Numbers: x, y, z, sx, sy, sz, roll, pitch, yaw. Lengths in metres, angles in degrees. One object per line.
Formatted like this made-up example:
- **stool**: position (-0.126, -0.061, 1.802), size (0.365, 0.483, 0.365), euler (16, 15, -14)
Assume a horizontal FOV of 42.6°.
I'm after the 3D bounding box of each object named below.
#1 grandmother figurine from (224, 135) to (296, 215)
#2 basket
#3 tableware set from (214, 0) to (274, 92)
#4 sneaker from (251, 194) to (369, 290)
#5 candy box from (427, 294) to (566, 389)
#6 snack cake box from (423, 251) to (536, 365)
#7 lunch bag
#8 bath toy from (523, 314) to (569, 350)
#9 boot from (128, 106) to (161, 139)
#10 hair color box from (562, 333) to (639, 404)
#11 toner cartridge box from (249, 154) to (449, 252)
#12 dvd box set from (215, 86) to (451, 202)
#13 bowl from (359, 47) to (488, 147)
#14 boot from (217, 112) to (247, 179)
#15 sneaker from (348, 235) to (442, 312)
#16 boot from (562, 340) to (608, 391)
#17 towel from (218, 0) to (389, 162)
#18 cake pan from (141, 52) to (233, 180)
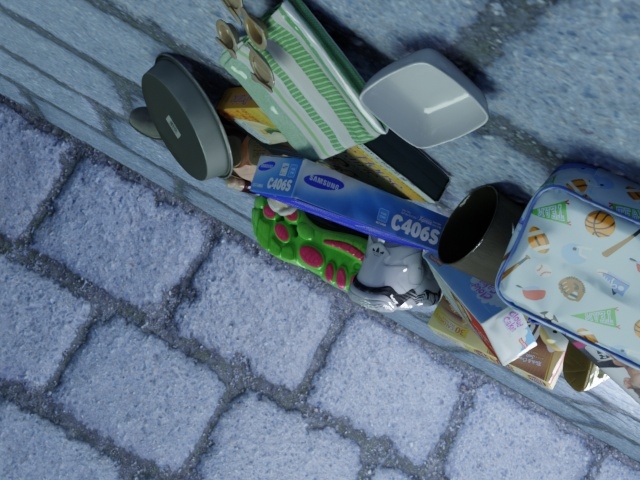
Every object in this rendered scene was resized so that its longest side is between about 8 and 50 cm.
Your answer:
- **grandmother figurine**: position (-0.112, -0.146, 1.906), size (0.207, 0.104, 0.342), euler (7, 165, 14)
- **basket**: position (0.347, 0.024, 1.433), size (0.226, 0.154, 0.204), euler (28, 172, -12)
- **tableware set**: position (-0.114, -0.304, 1.205), size (0.141, 0.020, 0.169), euler (50, 159, 23)
- **sneaker**: position (0.000, 0.000, 2.170), size (0.482, 0.185, 0.202), euler (37, -167, 31)
- **candy box**: position (0.436, 0.196, 1.937), size (0.316, 0.183, 0.087), euler (24, 170, 27)
- **snack cake box**: position (0.338, 0.125, 1.758), size (0.152, 0.089, 0.264), euler (59, 178, -38)
- **lunch bag**: position (0.400, 0.043, 1.136), size (0.303, 0.115, 0.243), euler (28, 128, 18)
- **bath toy**: position (0.542, 0.179, 1.676), size (0.348, 0.151, 0.129), euler (32, 163, -37)
- **boot**: position (-0.384, -0.311, 2.068), size (0.246, 0.083, 0.161), euler (22, 162, 11)
- **hair color box**: position (0.541, 0.154, 1.349), size (0.173, 0.105, 0.347), euler (-24, 137, 33)
- **toner cartridge box**: position (0.058, -0.067, 1.536), size (0.347, 0.075, 0.165), euler (19, 176, -33)
- **dvd box set**: position (0.010, -0.187, 1.559), size (0.307, 0.062, 0.420), euler (35, 169, -31)
- **bowl**: position (0.141, -0.194, 1.089), size (0.142, 0.053, 0.142), euler (34, 149, -28)
- **boot**: position (-0.177, -0.216, 1.889), size (0.248, 0.090, 0.207), euler (16, 163, -27)
- **sneaker**: position (0.208, 0.042, 1.905), size (0.137, 0.210, 0.365), euler (24, -165, 30)
- **boot**: position (0.580, 0.159, 1.546), size (0.203, 0.262, 0.095), euler (-8, -148, -24)
- **towel**: position (-0.032, -0.233, 1.265), size (0.248, 0.038, 0.325), euler (49, 161, -13)
- **cake pan**: position (-0.288, -0.249, 1.732), size (0.293, 0.054, 0.293), euler (46, 156, 27)
